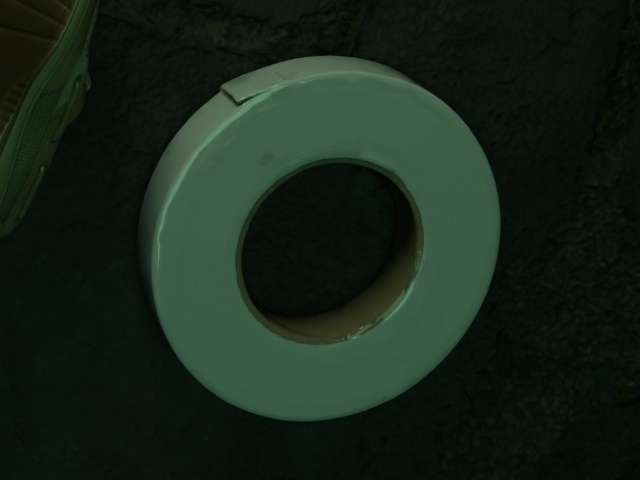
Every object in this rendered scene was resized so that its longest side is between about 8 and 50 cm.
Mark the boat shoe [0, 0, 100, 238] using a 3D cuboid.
[{"bbox_3d":[-0.282,-0.156,1.728,0.110,0.121,0.341,3,117,-61],"label":"boat shoe"}]

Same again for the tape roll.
[{"bbox_3d":[0.000,0.000,1.905,0.392,0.072,0.392,-7,112,-17],"label":"tape roll"}]
